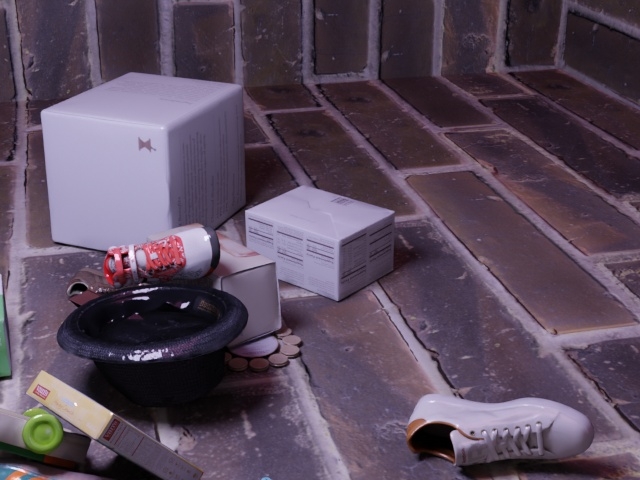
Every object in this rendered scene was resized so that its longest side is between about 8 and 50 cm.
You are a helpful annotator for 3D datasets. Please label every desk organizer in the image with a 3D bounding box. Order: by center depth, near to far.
[{"bbox_3d":[-0.438,0.143,2.042,0.130,0.047,0.050,19,32,37],"label":"desk organizer"}]

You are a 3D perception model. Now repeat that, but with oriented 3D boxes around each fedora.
[{"bbox_3d":[-0.283,0.193,1.787,0.334,0.152,0.334,-6,20,2],"label":"fedora"}]

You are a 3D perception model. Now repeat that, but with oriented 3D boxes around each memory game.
[{"bbox_3d":[-0.128,0.200,1.956,0.186,0.012,0.186,0,23,0],"label":"memory game"}]

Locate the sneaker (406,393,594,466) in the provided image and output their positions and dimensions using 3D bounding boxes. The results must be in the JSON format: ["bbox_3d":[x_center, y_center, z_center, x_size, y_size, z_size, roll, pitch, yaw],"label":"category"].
[{"bbox_3d":[0.272,0.314,1.600,0.290,0.106,0.123,-1,25,25],"label":"sneaker"}]

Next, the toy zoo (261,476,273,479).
[{"bbox_3d":[-0.067,0.421,1.423,0.192,0.030,0.293,-2,24,-4],"label":"toy zoo"}]

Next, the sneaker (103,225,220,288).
[{"bbox_3d":[-0.301,0.038,1.897,0.145,0.090,0.270,-7,-5,-35],"label":"sneaker"}]

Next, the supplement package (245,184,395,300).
[{"bbox_3d":[0.000,0.000,2.251,0.262,0.145,0.204,19,30,35],"label":"supplement package"}]

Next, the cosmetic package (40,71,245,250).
[{"bbox_3d":[-0.405,-0.188,2.452,0.327,0.329,0.394,10,25,19],"label":"cosmetic package"}]

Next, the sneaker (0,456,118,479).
[{"bbox_3d":[-0.403,0.379,1.419,0.302,0.108,0.121,4,19,5],"label":"sneaker"}]

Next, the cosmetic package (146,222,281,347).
[{"bbox_3d":[-0.214,0.081,2.037,0.129,0.153,0.296,-17,26,-32],"label":"cosmetic package"}]

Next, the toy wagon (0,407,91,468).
[{"bbox_3d":[-0.515,0.257,1.527,0.344,0.068,0.267,20,-13,-14],"label":"toy wagon"}]

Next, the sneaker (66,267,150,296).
[{"bbox_3d":[-0.438,0.106,2.128,0.188,0.066,0.071,6,40,26],"label":"sneaker"}]

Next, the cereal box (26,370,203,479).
[{"bbox_3d":[-0.299,0.285,1.514,0.173,0.240,0.047,20,71,39],"label":"cereal box"}]

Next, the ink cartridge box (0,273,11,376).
[{"bbox_3d":[-0.720,0.171,1.878,0.289,0.121,0.211,-8,24,-16],"label":"ink cartridge box"}]
